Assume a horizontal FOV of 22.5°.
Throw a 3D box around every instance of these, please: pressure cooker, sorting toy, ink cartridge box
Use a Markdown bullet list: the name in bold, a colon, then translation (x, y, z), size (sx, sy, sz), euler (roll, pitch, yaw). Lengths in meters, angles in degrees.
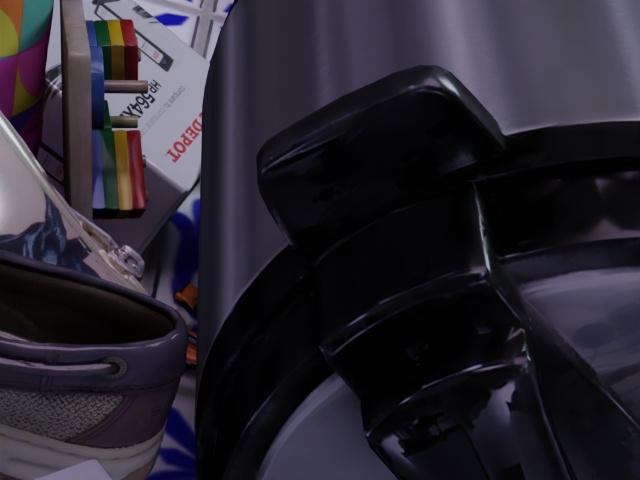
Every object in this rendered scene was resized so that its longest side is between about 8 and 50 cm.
- **pressure cooker**: translation (0.120, 0.046, 0.794), size (0.370, 0.375, 0.420), euler (10, 40, -11)
- **sorting toy**: translation (-0.125, -0.059, 0.933), size (0.046, 0.274, 0.132), euler (-1, 26, -10)
- **ink cartridge box**: translation (-0.161, -0.101, 1.085), size (0.203, 0.086, 0.148), euler (38, 34, -5)

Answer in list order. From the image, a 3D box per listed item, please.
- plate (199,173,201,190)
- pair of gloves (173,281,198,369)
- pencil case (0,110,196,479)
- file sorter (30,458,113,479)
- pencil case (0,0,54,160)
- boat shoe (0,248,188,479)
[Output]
- **plate**: translation (0.000, 0.000, 1.062), size (0.188, 0.024, 0.188), euler (32, 37, -27)
- **pair of gloves**: translation (-0.071, 0.059, 1.020), size (0.074, 0.010, 0.083), euler (26, 30, 12)
- **pencil case**: translation (-0.245, -0.070, 0.803), size (0.183, 0.160, 0.410), euler (-34, 99, -15)
- **file sorter**: translation (-0.164, 0.235, 0.549), size (0.278, 0.192, 0.173), euler (-15, 49, -42)
- **pencil case**: translation (-0.213, -0.084, 0.945), size (0.104, 0.236, 0.104), euler (6, 31, -3)
- **boat shoe**: translation (-0.191, 0.021, 0.677), size (0.285, 0.092, 0.103), euler (21, 25, -10)
